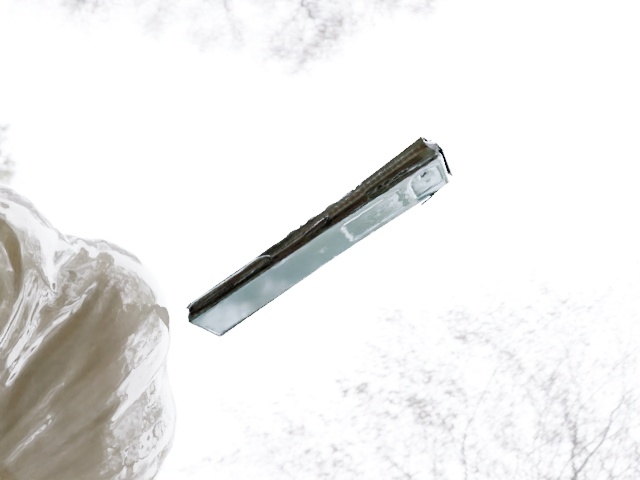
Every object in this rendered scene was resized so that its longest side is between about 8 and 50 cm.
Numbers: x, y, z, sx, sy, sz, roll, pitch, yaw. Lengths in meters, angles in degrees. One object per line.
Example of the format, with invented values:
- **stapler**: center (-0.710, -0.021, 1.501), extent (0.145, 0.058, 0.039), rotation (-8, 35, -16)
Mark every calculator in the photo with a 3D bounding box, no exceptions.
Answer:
- **calculator**: center (0.000, 0.000, 0.547), extent (0.172, 0.057, 0.018), rotation (-35, -115, 4)

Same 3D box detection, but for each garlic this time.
- **garlic**: center (-0.144, 0.073, 0.498), extent (0.178, 0.142, 0.229), rotation (-129, -153, -59)
